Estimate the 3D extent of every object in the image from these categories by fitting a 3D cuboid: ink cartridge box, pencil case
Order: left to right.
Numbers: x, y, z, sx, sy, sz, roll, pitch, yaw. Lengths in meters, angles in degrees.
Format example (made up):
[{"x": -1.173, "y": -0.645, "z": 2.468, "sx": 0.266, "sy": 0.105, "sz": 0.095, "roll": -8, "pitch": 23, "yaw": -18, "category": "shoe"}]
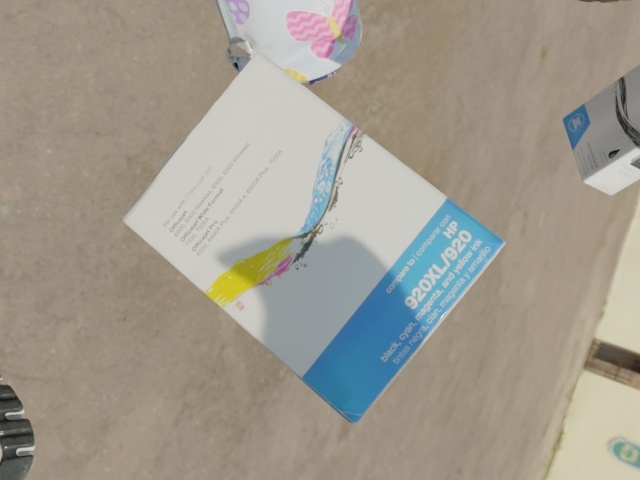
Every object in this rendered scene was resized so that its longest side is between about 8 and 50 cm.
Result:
[{"x": -0.054, "y": -0.244, "z": 0.576, "sx": 0.273, "sy": 0.124, "sz": 0.113, "roll": 64, "pitch": 6, "yaw": -53, "category": "pencil case"}, {"x": 0.000, "y": 0.000, "z": 0.613, "sx": 0.168, "sy": 0.232, "sz": 0.171, "roll": -51, "pitch": 169, "yaw": 1, "category": "ink cartridge box"}, {"x": 0.178, "y": -0.068, "z": 0.410, "sx": 0.028, "sy": 0.083, "sz": 0.048, "roll": 19, "pitch": 50, "yaw": -33, "category": "ink cartridge box"}]

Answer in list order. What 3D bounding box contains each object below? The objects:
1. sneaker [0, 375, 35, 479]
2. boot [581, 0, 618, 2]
[{"x": -0.266, "y": 0.086, "z": 0.522, "sx": 0.081, "sy": 0.209, "sz": 0.094, "roll": -8, "pitch": 159, "yaw": -38, "category": "sneaker"}, {"x": 0.193, "y": -0.195, "z": 0.394, "sx": 0.161, "sy": 0.246, "sz": 0.083, "roll": 17, "pitch": 88, "yaw": -55, "category": "boot"}]
